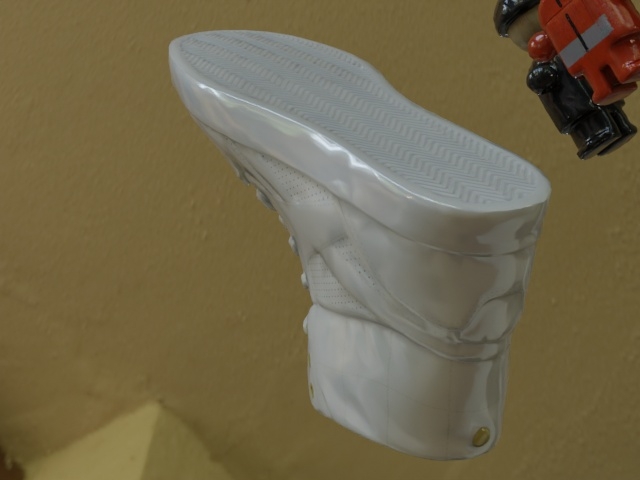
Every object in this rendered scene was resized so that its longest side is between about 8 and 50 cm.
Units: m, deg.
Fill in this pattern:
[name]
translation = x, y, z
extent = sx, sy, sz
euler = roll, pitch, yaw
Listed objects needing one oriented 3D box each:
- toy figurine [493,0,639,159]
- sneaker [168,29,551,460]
[toy figurine]
translation = 0.234, -0.178, 0.996
extent = 0.209, 0.213, 0.148
euler = -28, -105, 1
[sneaker]
translation = 0.000, 0.000, 0.736
extent = 0.108, 0.292, 0.169
euler = -11, -60, -27
